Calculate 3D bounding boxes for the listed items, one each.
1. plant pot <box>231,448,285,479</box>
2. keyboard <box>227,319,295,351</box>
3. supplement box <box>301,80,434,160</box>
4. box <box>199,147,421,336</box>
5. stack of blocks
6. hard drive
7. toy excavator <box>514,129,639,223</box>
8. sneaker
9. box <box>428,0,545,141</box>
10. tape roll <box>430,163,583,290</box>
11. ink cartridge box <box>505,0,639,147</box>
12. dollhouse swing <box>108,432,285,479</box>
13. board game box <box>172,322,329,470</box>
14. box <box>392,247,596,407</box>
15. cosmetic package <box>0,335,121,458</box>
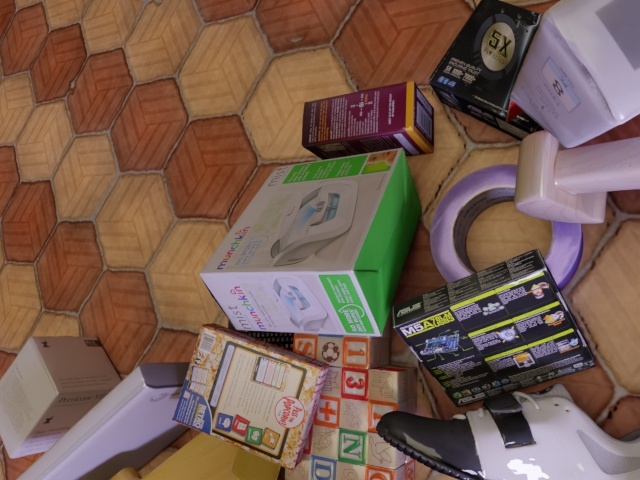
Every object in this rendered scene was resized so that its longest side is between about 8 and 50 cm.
[{"bbox_3d":[-0.085,0.343,0.765,0.083,0.081,0.081,2,51,20],"label":"plant pot"},{"bbox_3d":[-0.090,0.175,0.868,0.180,0.023,0.108,-8,76,29],"label":"keyboard"},{"bbox_3d":[0.076,-0.182,0.800,0.188,0.104,0.080,-2,78,29],"label":"supplement box"},{"bbox_3d":[0.000,0.000,0.724,0.231,0.126,0.261,-2,40,29],"label":"box"},{"bbox_3d":[0.050,0.208,0.745,0.171,0.087,0.296,-3,78,29],"label":"stack of blocks"},{"bbox_3d":[-0.319,0.324,0.843,0.353,0.233,0.047,-42,62,16],"label":"hard drive"},{"bbox_3d":[0.469,-0.065,0.430,0.446,0.433,0.222,10,84,-11],"label":"toy excavator"},{"bbox_3d":[0.238,0.238,0.609,0.331,0.122,0.146,13,71,10],"label":"sneaker"},{"bbox_3d":[0.275,-0.242,0.716,0.180,0.078,0.147,39,99,30],"label":"box"},{"bbox_3d":[0.252,-0.003,0.680,0.189,0.080,0.188,-6,78,28],"label":"tape roll"},{"bbox_3d":[0.325,-0.190,0.425,0.308,0.385,0.091,-33,84,16],"label":"ink cartridge box"},{"bbox_3d":[-0.185,0.533,0.828,0.347,0.305,0.315,43,143,28],"label":"dollhouse swing"},{"bbox_3d":[-0.101,0.220,0.719,0.194,0.045,0.146,17,88,15],"label":"board game box"},{"bbox_3d":[0.216,0.120,0.625,0.191,0.184,0.045,-27,26,23],"label":"box"},{"bbox_3d":[-0.540,0.311,1.017,0.151,0.151,0.183,46,104,28],"label":"cosmetic package"}]
